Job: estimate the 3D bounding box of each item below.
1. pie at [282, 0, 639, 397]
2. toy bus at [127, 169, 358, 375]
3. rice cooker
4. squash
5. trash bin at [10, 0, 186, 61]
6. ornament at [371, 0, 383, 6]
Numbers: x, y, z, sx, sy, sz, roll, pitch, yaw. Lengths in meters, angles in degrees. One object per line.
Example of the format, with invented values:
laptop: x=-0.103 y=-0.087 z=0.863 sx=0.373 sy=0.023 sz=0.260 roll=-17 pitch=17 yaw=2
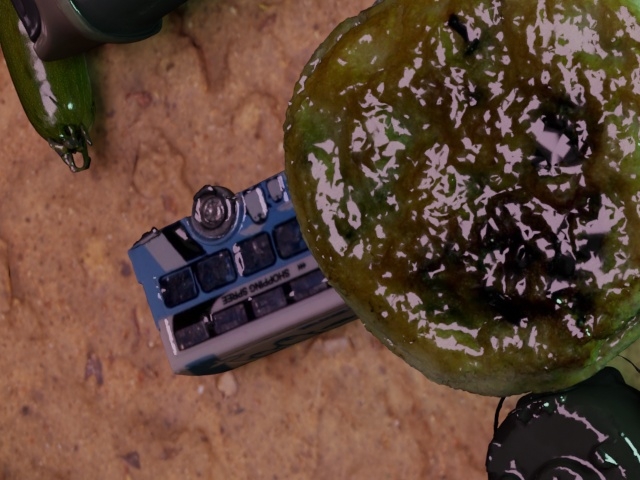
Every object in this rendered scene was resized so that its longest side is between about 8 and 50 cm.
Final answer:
pie: x=0.119 y=-0.045 z=1.224 sx=0.323 sy=0.070 sz=0.323 roll=0 pitch=90 yaw=28
toy bus: x=0.000 y=0.000 z=1.392 sx=0.297 sy=0.106 sz=0.131 roll=-23 pitch=77 yaw=29
rice cooker: x=0.191 y=0.181 z=1.254 sx=0.142 sy=0.118 sz=0.203 roll=-26 pitch=77 yaw=27
squash: x=-0.244 y=-0.208 z=1.570 sx=0.080 sy=0.071 sz=0.319 roll=-10 pitch=82 yaw=10
trash bin: x=-0.143 y=-0.285 z=1.451 sx=0.290 sy=0.182 sz=0.209 roll=-27 pitch=87 yaw=21
ornament: x=0.050 y=-0.154 z=1.410 sx=0.092 sy=0.041 sz=0.068 roll=7 pitch=67 yaw=42
